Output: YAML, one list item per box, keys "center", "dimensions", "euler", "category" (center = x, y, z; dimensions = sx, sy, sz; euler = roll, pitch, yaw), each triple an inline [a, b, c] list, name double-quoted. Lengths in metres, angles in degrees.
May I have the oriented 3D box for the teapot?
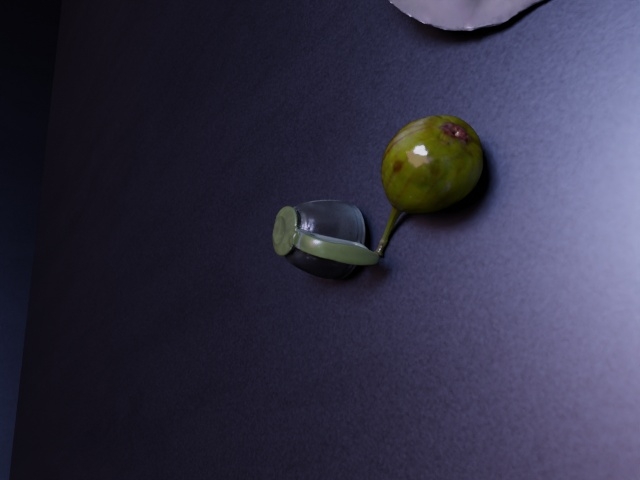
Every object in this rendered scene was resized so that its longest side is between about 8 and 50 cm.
- center: [-0.001, -0.008, 0.552]
  dimensions: [0.124, 0.091, 0.092]
  euler: [-24, 62, 55]
  category: "teapot"

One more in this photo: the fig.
- center: [0.078, -0.050, 0.484]
  dimensions: [0.166, 0.093, 0.093]
  euler: [-39, 52, 35]
  category: "fig"

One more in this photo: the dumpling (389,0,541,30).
- center: [0.145, -0.329, 0.439]
  dimensions: [0.293, 0.163, 0.204]
  euler: [-15, 63, 34]
  category: "dumpling"
